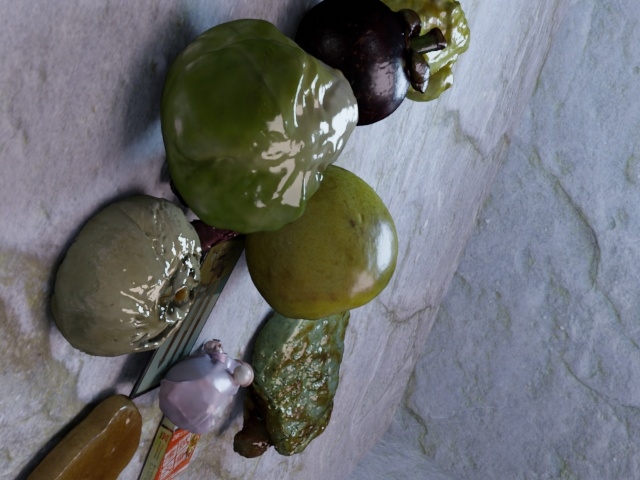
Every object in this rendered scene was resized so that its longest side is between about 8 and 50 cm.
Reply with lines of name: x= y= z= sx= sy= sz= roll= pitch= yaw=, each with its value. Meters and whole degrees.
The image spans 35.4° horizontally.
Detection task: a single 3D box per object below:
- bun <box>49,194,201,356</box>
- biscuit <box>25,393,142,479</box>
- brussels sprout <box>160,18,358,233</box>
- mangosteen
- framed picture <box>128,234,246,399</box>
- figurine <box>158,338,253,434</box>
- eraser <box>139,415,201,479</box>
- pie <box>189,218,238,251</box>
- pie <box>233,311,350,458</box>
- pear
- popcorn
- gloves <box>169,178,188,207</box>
bun: x=-0.273 y=0.070 z=1.488 sx=0.259 sy=0.152 sz=0.259 roll=-54 pitch=163 yaw=-24
biscuit: x=-0.435 y=0.432 z=1.753 sx=0.344 sy=0.057 sz=0.287 roll=-50 pitch=159 yaw=-31
brussels sprout: x=-0.090 y=-0.171 z=1.406 sx=0.316 sy=0.242 sz=0.274 roll=-49 pitch=115 yaw=-24
mangosteen: x=0.082 y=-0.310 z=1.686 sx=0.228 sy=0.265 sz=0.228 roll=-10 pitch=90 yaw=-89
framed picture: x=-0.236 y=0.133 z=1.849 sx=0.324 sy=0.013 sz=0.244 roll=-63 pitch=171 yaw=6
figurine: x=-0.220 y=0.273 z=1.922 sx=0.200 sy=0.133 sz=0.276 roll=-33 pitch=-176 yaw=18
eraser: x=-0.302 y=0.420 z=2.127 sx=0.157 sy=0.038 sz=0.230 roll=-22 pitch=138 yaw=-63
pie: x=-0.137 y=-0.044 z=1.665 sx=0.054 sy=0.204 sz=0.218 roll=67 pitch=27 yaw=-10
pie: x=-0.042 y=0.308 z=2.449 sx=0.395 sy=0.180 sz=0.418 roll=-27 pitch=136 yaw=-58
pear: x=0.000 y=0.000 z=1.911 sx=0.304 sy=0.304 sz=0.304 roll=-51 pitch=160 yaw=-27
popcorn: x=0.181 y=-0.398 z=1.954 sx=0.256 sy=0.195 sz=0.255 roll=-30 pitch=136 yaw=-59
gloves: x=-0.162 y=-0.106 z=1.603 sx=0.129 sy=0.106 sz=0.181 roll=-24 pitch=-164 yaw=11
